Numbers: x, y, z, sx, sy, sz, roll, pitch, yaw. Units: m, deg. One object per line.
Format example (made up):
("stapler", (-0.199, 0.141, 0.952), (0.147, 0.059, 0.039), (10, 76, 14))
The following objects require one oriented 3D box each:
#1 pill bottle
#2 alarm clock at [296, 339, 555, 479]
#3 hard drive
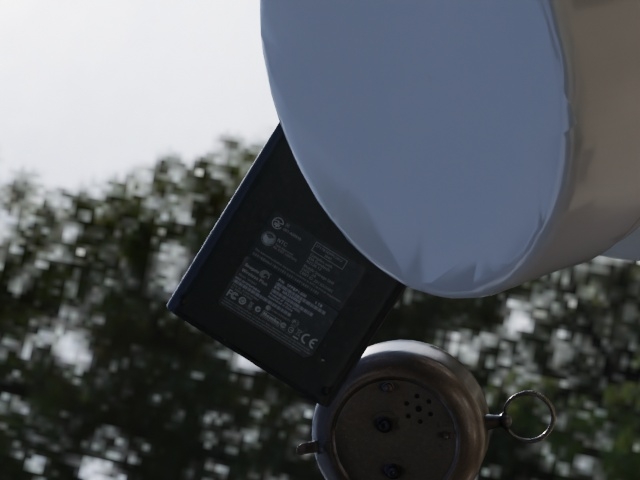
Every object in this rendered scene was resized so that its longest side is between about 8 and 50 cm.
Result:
("pill bottle", (0.183, -0.121, 0.770), (0.392, 0.224, 0.224), (-20, -57, -33))
("alarm clock", (0.078, 0.139, 1.300), (0.064, 0.192, 0.129), (-42, -57, -80))
("hard drive", (0.000, 0.000, 0.848), (0.135, 0.094, 0.022), (-58, 1, 11))
